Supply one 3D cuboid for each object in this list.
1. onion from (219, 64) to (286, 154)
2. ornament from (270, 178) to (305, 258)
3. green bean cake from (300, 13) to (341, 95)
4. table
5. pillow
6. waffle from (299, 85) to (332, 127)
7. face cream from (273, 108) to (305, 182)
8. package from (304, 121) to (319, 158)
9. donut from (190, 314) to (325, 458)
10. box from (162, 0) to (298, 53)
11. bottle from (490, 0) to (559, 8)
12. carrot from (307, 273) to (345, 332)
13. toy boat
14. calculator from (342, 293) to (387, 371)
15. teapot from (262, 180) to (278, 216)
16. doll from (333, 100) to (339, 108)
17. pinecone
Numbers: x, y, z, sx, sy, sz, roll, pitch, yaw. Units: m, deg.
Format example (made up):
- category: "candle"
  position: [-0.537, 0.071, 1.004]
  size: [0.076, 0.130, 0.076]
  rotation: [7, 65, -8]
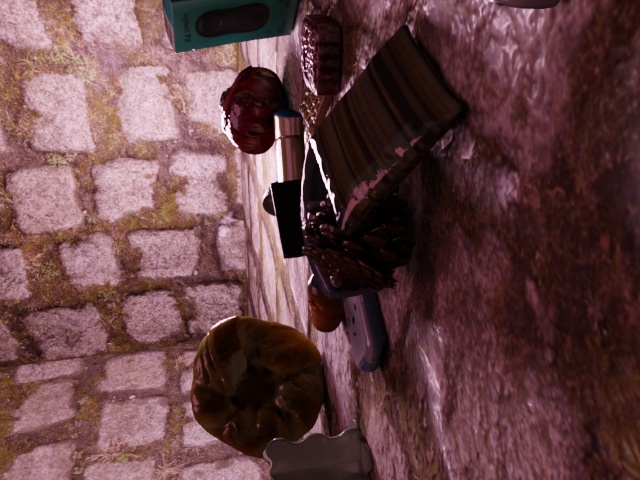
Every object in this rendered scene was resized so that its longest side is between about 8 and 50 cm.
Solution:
- category: "onion"
  position: [-0.190, -0.369, 1.729]
  size: [0.246, 0.190, 0.246]
  rotation: [-167, 90, -80]
- category: "ornament"
  position: [0.000, 0.000, 1.160]
  size: [0.196, 0.153, 0.166]
  rotation: [88, 173, -63]
- category: "green bean cake"
  position: [-0.002, -0.355, 1.170]
  size: [0.135, 0.057, 0.135]
  rotation: [-114, 24, -57]
- category: "table"
  position: [-0.011, 0.456, 1.233]
  size: [0.166, 0.199, 0.166]
  rotation: [175, 90, -78]
- category: "pillow"
  position: [0.071, -0.142, 0.768]
  size: [0.212, 0.052, 0.208]
  rotation: [-48, 37, 29]
- category: "waffle"
  position: [-0.011, -0.285, 1.274]
  size: [0.135, 0.021, 0.092]
  rotation: [-111, 39, -54]
- category: "face cream"
  position: [-0.072, -0.182, 1.507]
  size: [0.139, 0.068, 0.284]
  rotation: [-167, 73, -73]
- category: "package"
  position: [-0.016, -0.238, 1.353]
  size: [0.108, 0.031, 0.120]
  rotation: [107, 162, -58]
- category: "donut"
  position: [-0.163, 0.363, 1.565]
  size: [0.170, 0.361, 0.360]
  rotation: [119, 143, -73]
- category: "box"
  position: [-0.210, -0.562, 1.440]
  size: [0.205, 0.312, 0.118]
  rotation: [128, 126, -71]
- category: "bottle"
  position: [0.161, -0.279, 0.429]
  size: [0.060, 0.060, 0.217]
  rotation: [-114, 21, -56]
- category: "carrot"
  position: [0.018, 0.128, 1.246]
  size: [0.193, 0.087, 0.087]
  rotation: [83, 175, -57]
- category: "toy boat"
  position: [0.031, -0.046, 0.991]
  size: [0.078, 0.127, 0.282]
  rotation: [109, 153, -76]
- category: "calculator"
  position: [0.072, 0.127, 1.084]
  size: [0.121, 0.039, 0.210]
  rotation: [109, 154, -59]
- category: "teapot"
  position: [-0.102, -0.133, 1.731]
  size: [0.092, 0.124, 0.090]
  rotation: [44, -147, -33]
- category: "doll"
  position: [0.021, -0.178, 1.137]
  size: [0.169, 0.057, 0.109]
  rotation: [98, 164, -51]
- category: "pinecone"
  position: [0.055, -0.011, 0.852]
  size: [0.173, 0.174, 0.173]
  rotation: [174, 90, -78]
